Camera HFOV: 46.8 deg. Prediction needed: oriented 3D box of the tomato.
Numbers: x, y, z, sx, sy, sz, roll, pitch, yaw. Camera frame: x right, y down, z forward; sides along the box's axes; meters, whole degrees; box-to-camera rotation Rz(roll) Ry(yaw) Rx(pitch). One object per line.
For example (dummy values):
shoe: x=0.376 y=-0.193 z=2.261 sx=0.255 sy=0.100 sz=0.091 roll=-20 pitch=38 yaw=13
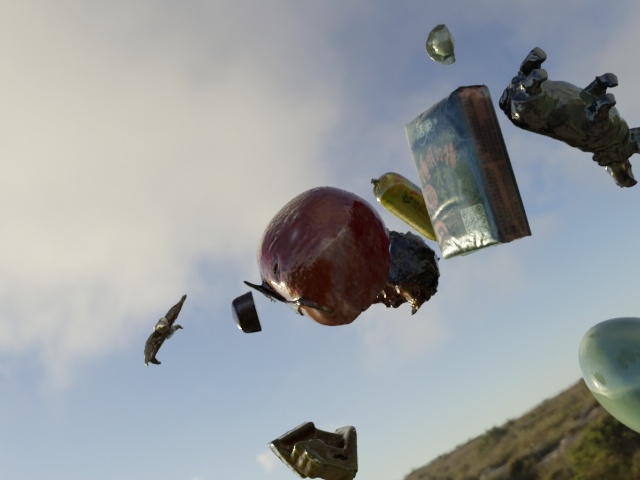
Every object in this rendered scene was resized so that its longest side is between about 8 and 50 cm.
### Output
tomato: x=-0.003 y=0.000 z=1.422 sx=0.309 sy=0.309 sz=0.170 roll=-30 pitch=-33 yaw=-1

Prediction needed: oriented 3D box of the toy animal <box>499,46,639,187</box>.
toy animal: x=0.498 y=-0.219 z=1.370 sx=0.343 sy=0.106 sz=0.168 roll=28 pitch=-39 yaw=-14

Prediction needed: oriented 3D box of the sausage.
sausage: x=0.306 y=-0.107 z=2.399 sx=0.347 sy=0.123 sz=0.123 roll=33 pitch=-55 yaw=-19

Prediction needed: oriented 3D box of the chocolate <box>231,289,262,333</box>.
chocolate: x=-0.226 y=0.236 z=2.254 sx=0.080 sy=0.125 sz=0.148 roll=-14 pitch=-34 yaw=-5

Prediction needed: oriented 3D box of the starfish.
starfish: x=-0.428 y=0.256 z=2.038 sx=0.235 sy=0.062 sz=0.277 roll=-61 pitch=-5 yaw=17

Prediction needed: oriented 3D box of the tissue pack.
tissue pack: x=0.292 y=-0.131 z=1.511 sx=0.103 sy=0.315 sz=0.228 roll=-14 pitch=-4 yaw=-24

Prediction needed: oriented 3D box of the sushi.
sushi: x=0.141 y=0.068 z=1.962 sx=0.344 sy=0.181 sz=0.196 roll=6 pitch=-32 yaw=22

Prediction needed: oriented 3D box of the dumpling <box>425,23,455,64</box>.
dumpling: x=0.243 y=-0.396 z=1.500 sx=0.060 sy=0.043 sz=0.077 roll=-18 pitch=-52 yaw=17

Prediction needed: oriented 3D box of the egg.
egg: x=0.833 y=0.344 z=1.847 sx=0.276 sy=0.389 sz=0.276 roll=-37 pitch=-35 yaw=-33

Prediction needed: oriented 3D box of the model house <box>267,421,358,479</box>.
model house: x=-0.023 y=0.579 z=2.067 sx=0.239 sy=0.173 sz=0.268 roll=15 pitch=-19 yaw=-6
